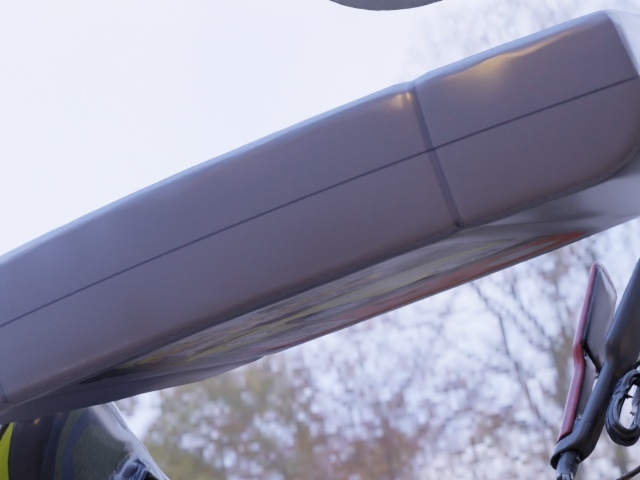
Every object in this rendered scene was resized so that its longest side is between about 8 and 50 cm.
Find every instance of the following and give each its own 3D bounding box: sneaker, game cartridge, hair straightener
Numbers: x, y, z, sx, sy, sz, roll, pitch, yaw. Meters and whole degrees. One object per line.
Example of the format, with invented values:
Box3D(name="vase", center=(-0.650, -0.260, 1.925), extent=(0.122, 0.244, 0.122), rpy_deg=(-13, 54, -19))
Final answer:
Box3D(name="sneaker", center=(-0.074, 0.179, 1.025), extent=(0.121, 0.111, 0.300), rpy_deg=(-3, -45, 33))
Box3D(name="game cartridge", center=(0.000, 0.000, 0.652), extent=(0.294, 0.060, 0.196), rpy_deg=(-22, -11, 27))
Box3D(name="hair straightener", center=(0.220, 0.096, 1.366), extent=(0.089, 0.230, 0.047), rpy_deg=(-11, -55, 32))

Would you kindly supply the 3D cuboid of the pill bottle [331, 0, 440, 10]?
Box3D(name="pill bottle", center=(0.038, -0.304, 1.236), extent=(0.162, 0.278, 0.162), rpy_deg=(-5, -26, -2))
